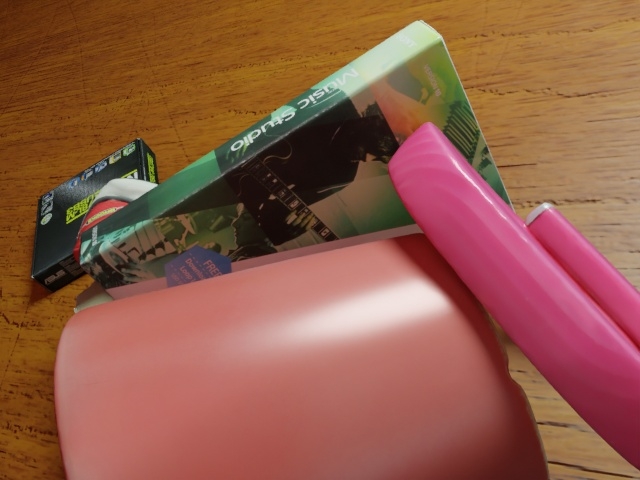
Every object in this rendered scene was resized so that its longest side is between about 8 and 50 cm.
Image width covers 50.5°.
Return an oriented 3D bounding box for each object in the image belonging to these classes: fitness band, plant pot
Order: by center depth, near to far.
[{"bbox_3d":[0.159,0.031,0.444,0.054,0.209,0.291,-47,61,19],"label":"fitness band"},{"bbox_3d":[-0.002,0.128,0.463,0.243,0.275,0.275,-23,42,-2],"label":"plant pot"}]

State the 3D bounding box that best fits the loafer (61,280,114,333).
[{"bbox_3d":[-0.222,0.128,0.714,0.092,0.102,0.268,-26,33,12],"label":"loafer"}]

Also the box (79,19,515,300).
[{"bbox_3d":[0.000,0.000,0.581,0.322,0.232,0.058,-33,36,3],"label":"box"}]

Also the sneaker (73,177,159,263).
[{"bbox_3d":[-0.128,0.017,0.713,0.279,0.107,0.118,6,52,15],"label":"sneaker"}]

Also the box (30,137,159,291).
[{"bbox_3d":[-0.317,-0.042,0.963,0.191,0.045,0.184,-29,40,7],"label":"box"}]
